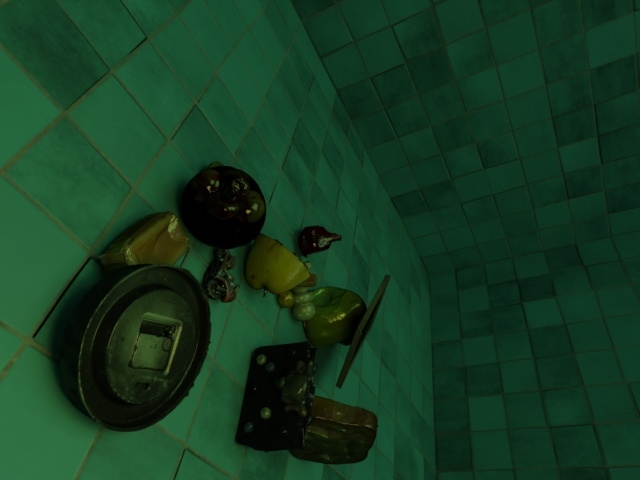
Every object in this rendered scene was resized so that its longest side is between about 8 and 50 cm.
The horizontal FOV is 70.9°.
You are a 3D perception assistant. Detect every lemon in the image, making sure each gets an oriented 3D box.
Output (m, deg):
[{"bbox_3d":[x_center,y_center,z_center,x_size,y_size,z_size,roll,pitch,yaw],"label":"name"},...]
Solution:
[{"bbox_3d":[-0.137,0.230,1.779,0.092,0.065,0.065,62,27,-30],"label":"lemon"}]

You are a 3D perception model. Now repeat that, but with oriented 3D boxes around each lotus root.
[{"bbox_3d":[0.025,0.651,1.537,0.390,0.374,0.111,44,33,-29],"label":"lotus root"}]

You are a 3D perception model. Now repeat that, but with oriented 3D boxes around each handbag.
[{"bbox_3d":[-0.122,0.481,1.420,0.118,0.269,0.326,48,35,-41],"label":"handbag"}]

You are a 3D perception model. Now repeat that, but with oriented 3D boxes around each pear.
[{"bbox_3d":[-0.185,0.104,1.617,0.178,0.266,0.267,-47,126,-20],"label":"pear"},{"bbox_3d":[0.069,0.310,1.959,0.292,0.292,0.160,-68,146,-53],"label":"pear"}]

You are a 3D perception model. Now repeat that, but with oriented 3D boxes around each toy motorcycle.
[{"bbox_3d":[-0.314,0.118,1.454,0.118,0.084,0.213,46,32,-33],"label":"toy motorcycle"}]

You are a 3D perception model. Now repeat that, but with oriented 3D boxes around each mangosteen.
[{"bbox_3d":[-0.286,-0.112,1.389,0.233,0.287,0.288,-38,111,-51],"label":"mangosteen"}]

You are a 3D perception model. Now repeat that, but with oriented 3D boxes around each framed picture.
[{"bbox_3d":[0.190,0.377,1.932,0.446,0.028,0.326,-48,157,-56],"label":"framed picture"}]

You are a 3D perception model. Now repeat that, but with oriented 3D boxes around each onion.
[{"bbox_3d":[-0.006,-0.015,2.044,0.173,0.198,0.136,-33,101,-83],"label":"onion"}]

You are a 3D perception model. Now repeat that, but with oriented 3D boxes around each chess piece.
[{"bbox_3d":[-0.084,0.212,1.852,0.133,0.133,0.243,-15,97,-65],"label":"chess piece"}]

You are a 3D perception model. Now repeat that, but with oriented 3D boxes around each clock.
[{"bbox_3d":[-0.411,0.240,1.053,0.386,0.076,0.387,-16,108,-60],"label":"clock"}]

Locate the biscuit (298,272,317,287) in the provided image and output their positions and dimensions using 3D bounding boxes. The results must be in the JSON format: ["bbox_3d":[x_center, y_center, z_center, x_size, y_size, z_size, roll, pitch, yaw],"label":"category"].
[{"bbox_3d":[-0.108,0.157,1.752,0.056,0.187,0.052,105,-16,-55],"label":"biscuit"}]

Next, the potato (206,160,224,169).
[{"bbox_3d":[-0.360,-0.204,1.550,0.091,0.070,0.138,31,48,-55],"label":"potato"}]

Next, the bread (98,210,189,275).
[{"bbox_3d":[-0.455,0.026,1.174,0.136,0.106,0.241,67,26,-23],"label":"bread"}]

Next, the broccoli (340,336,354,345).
[{"bbox_3d":[0.115,0.404,2.116,0.156,0.195,0.196,-20,95,-23],"label":"broccoli"}]
